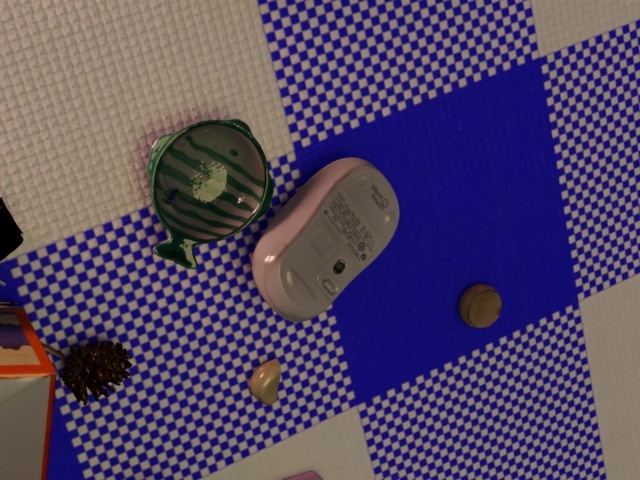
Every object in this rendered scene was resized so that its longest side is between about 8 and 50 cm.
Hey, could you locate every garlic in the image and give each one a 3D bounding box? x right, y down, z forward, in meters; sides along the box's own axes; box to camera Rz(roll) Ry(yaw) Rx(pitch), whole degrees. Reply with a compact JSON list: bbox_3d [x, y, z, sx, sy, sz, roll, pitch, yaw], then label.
[{"bbox_3d":[-0.095,0.247,2.141,0.053,0.041,0.083,-16,121,-36],"label":"garlic"}]

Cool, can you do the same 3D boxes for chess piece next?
[{"bbox_3d":[0.295,0.121,2.302,0.084,0.038,0.083,-8,107,-26],"label":"chess piece"}]

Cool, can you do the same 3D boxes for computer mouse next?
[{"bbox_3d":[0.000,0.000,2.068,0.184,0.121,0.296,47,68,-28],"label":"computer mouse"}]

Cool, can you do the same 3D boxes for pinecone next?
[{"bbox_3d":[-0.353,0.200,1.959,0.109,0.102,0.102,-37,119,-14],"label":"pinecone"}]

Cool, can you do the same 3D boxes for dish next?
[{"bbox_3d":[-0.191,-0.084,1.964,0.224,0.078,0.246,25,92,-30],"label":"dish"}]

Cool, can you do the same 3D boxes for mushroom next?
[{"bbox_3d":[-0.503,0.118,1.903,0.286,0.026,0.028,31,106,-33],"label":"mushroom"}]

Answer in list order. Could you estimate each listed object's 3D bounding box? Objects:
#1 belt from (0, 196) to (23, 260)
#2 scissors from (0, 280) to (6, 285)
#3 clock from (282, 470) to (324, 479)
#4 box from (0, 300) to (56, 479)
[{"bbox_3d":[-0.525,0.018,1.780,0.198,0.151,0.078,-32,113,-14],"label":"belt"},{"bbox_3d":[-0.512,0.050,1.883,0.083,0.006,0.036,34,87,-30],"label":"scissors"},{"bbox_3d":[-0.053,0.528,2.234,0.150,0.063,0.197,-13,111,-23],"label":"clock"},{"bbox_3d":[-0.568,0.291,1.775,0.319,0.257,0.348,0,110,-24],"label":"box"}]
